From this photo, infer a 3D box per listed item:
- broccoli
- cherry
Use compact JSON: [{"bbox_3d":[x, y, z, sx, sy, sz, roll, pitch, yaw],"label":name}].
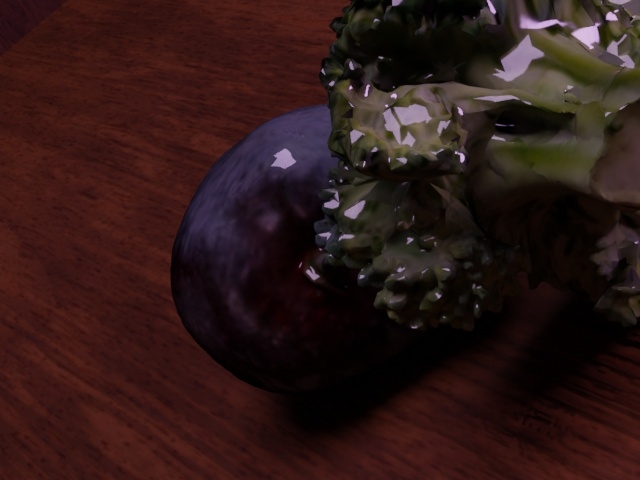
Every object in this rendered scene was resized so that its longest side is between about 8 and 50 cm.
[{"bbox_3d":[0.161,-0.077,1.312,0.338,0.277,0.317,15,12,12],"label":"broccoli"},{"bbox_3d":[0.000,0.000,1.517,0.255,0.218,0.296,-41,17,7],"label":"cherry"}]
